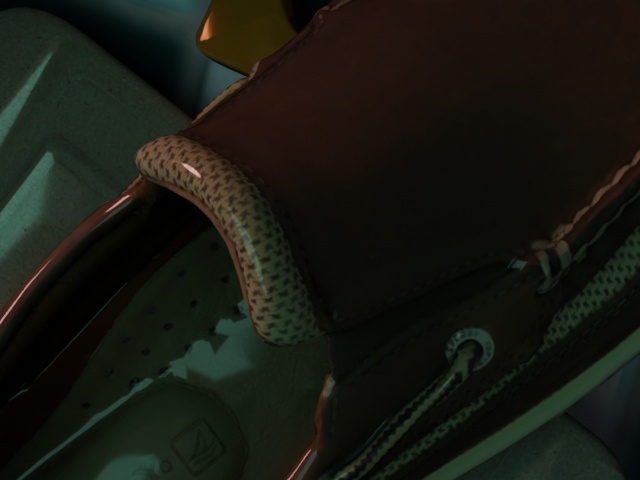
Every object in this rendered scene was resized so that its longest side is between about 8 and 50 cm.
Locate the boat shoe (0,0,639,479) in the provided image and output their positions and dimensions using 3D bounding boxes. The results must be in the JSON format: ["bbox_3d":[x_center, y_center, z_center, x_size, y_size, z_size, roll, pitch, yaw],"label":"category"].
[{"bbox_3d":[0.005,0.006,0.349,0.095,0.095,0.257,44,94,20],"label":"boat shoe"}]

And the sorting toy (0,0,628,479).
[{"bbox_3d":[-0.051,0.067,0.433,0.196,0.047,0.348,38,93,20],"label":"sorting toy"}]
